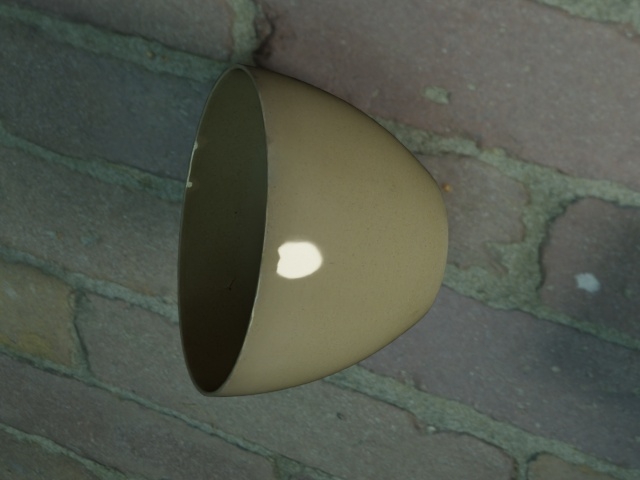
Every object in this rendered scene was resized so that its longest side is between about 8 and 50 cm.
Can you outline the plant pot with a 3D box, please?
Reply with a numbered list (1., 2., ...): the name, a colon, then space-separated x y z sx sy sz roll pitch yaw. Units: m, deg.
1. plant pot: 0.000 0.000 1.206 0.190 0.284 0.284 6 142 -19
